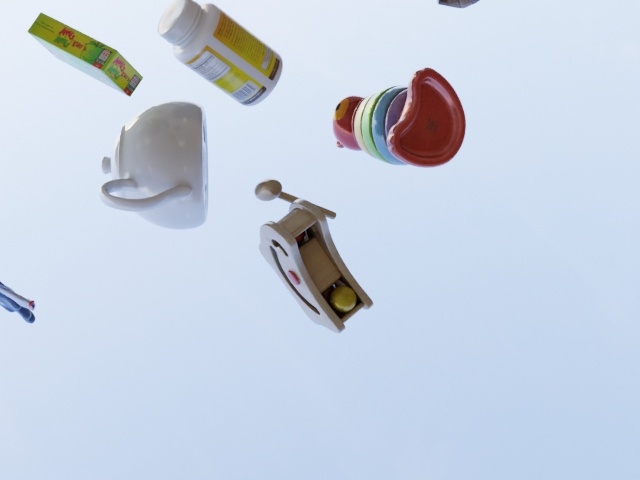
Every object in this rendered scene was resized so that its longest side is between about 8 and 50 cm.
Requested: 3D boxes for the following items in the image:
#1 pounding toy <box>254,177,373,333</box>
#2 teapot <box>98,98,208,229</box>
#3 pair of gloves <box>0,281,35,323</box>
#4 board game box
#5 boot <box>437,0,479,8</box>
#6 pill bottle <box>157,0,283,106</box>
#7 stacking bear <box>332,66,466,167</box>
[{"bbox_3d":[0.000,0.000,1.404,0.155,0.154,0.269,-38,-85,-20],"label":"pounding toy"},{"bbox_3d":[-0.298,-0.133,1.554,0.187,0.256,0.252,-1,-108,-6],"label":"teapot"},{"bbox_3d":[-0.487,0.068,1.272,0.159,0.198,0.023,32,-109,-8],"label":"pair of gloves"},{"bbox_3d":[-0.392,-0.310,1.453,0.181,0.092,0.043,29,-97,24],"label":"board game box"},{"bbox_3d":[0.264,-0.498,1.652,0.087,0.118,0.042,-10,-141,-5],"label":"boot"},{"bbox_3d":[-0.177,-0.337,1.536,0.215,0.117,0.117,32,-143,-35],"label":"pill bottle"},{"bbox_3d":[0.128,-0.227,1.695,0.164,0.289,0.175,26,-98,-35],"label":"stacking bear"}]
